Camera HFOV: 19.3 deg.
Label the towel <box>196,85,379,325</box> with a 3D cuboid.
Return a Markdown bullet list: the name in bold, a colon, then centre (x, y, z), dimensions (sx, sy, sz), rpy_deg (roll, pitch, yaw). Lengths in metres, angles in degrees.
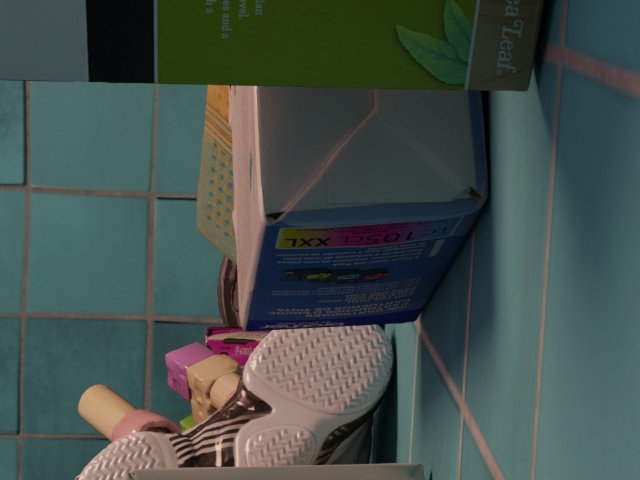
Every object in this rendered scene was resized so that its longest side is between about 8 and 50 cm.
- **towel**: centre (-0.017, -0.086, 1.720), dimensions (0.271, 0.040, 0.370), rpy_deg (43, 141, 34)

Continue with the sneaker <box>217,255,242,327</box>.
- **sneaker**: centre (-0.041, 0.145, 2.341), dimensions (0.139, 0.125, 0.341), rpy_deg (166, 96, -67)

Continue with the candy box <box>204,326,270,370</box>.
- **candy box**: centre (-0.059, 0.221, 2.173), dimensions (0.071, 0.159, 0.233), rpy_deg (-104, 16, -79)

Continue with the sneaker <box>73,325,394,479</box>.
- **sneaker**: centre (-0.080, 0.224, 1.656), dimensions (0.137, 0.366, 0.210), rpy_deg (44, 162, 24)

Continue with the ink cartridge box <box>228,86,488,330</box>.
- **ink cartridge box**: centre (0.010, -0.092, 1.357), dimensions (0.395, 0.151, 0.270), rpy_deg (114, 154, -74)

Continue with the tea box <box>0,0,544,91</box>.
- **tea box**: centre (-0.043, -0.266, 1.040), dimensions (0.329, 0.323, 0.220), rpy_deg (-94, 6, -46)

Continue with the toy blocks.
- **toy blocks**: centre (-0.043, 0.252, 1.912), dimensions (0.260, 0.309, 0.289), rpy_deg (29, 135, 49)

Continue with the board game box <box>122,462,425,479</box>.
- **board game box**: centre (-0.058, 0.282, 1.437), dimensions (0.303, 0.224, 0.098), rpy_deg (110, 157, -54)
